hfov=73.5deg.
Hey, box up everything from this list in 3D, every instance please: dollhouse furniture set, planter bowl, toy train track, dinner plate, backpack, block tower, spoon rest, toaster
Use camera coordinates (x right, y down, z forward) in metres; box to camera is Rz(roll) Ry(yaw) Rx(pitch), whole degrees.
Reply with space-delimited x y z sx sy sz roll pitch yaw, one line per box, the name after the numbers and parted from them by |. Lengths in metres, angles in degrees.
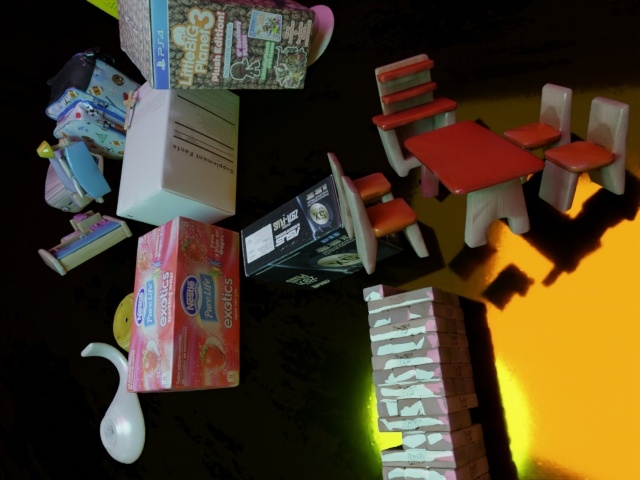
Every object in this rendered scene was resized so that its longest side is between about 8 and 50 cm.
-0.699 -0.109 1.128 0.286 0.198 0.303 13 130 42 | dollhouse furniture set
-0.394 0.180 0.951 0.217 0.090 0.217 -13 70 38 | planter bowl
-0.405 -0.276 0.913 0.048 0.014 0.083 6 88 38 | toy train track
-0.032 -0.410 0.863 0.141 0.017 0.141 -15 66 38 | dinner plate
-0.543 -0.334 1.121 0.276 0.263 0.213 1 83 44 | backpack
0.135 -0.112 0.472 0.262 0.135 0.259 -17 30 0 | dollhouse furniture set
0.126 0.214 0.488 0.097 0.091 0.335 -20 65 35 | block tower
-0.460 0.363 0.977 0.137 0.084 0.276 -38 69 28 | spoon rest
-0.795 -0.211 1.396 0.146 0.129 0.227 -18 64 32 | toaster

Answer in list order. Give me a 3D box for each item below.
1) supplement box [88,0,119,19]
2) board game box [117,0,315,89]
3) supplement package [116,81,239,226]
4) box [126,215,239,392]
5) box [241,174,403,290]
-0.472 -0.693 1.098 0.194 0.356 0.195 -27 61 32 | supplement box
-0.198 -0.390 0.797 0.232 0.291 0.141 48 138 39 | board game box
-0.297 -0.187 0.917 0.177 0.175 0.293 -17 66 38 | supplement package
-0.255 0.126 0.810 0.154 0.142 0.300 -19 66 37 | box
0.000 0.000 0.623 0.180 0.147 0.077 -27 61 32 | box
